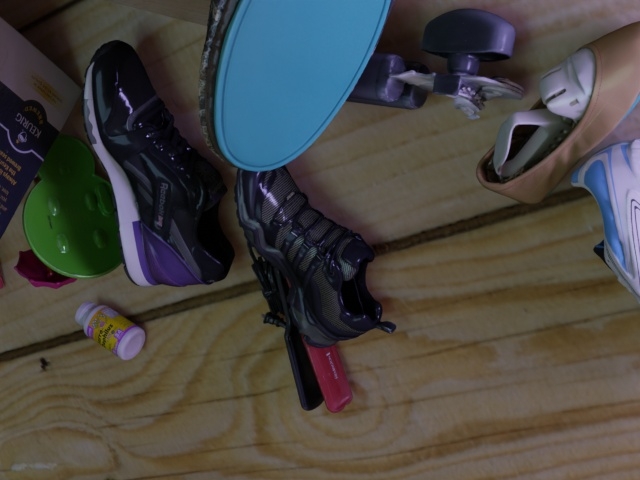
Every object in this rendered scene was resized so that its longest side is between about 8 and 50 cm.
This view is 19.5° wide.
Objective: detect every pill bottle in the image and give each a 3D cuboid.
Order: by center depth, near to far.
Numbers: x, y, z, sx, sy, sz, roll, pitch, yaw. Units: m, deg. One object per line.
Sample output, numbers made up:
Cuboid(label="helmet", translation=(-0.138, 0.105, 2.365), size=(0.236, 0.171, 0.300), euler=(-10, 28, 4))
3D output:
Cuboid(label="pill bottle", translation=(-0.250, 0.104, 2.206), size=(0.083, 0.043, 0.043), euler=(30, 132, 27))

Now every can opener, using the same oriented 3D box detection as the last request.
Cuboid(label="can opener", translation=(0.070, -0.163, 1.730), size=(0.280, 0.074, 0.093), euler=(5, 83, 40))

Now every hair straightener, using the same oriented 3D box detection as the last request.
Cuboid(label="hair straightener", translation=(-0.042, 0.078, 1.988), size=(0.089, 0.047, 0.230), euler=(-5, 114, 46))

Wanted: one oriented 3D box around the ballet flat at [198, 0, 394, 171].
Cuboid(label="ballet flat", translation=(0.000, -0.294, 1.639), size=(0.182, 0.164, 0.483), euler=(-113, 36, -48))

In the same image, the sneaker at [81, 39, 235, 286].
Cuboid(label="sneaker", translation=(-0.158, -0.083, 1.981), size=(0.124, 0.107, 0.283), euler=(1, 120, 27))

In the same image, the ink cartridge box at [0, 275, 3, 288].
Cuboid(label="ink cartridge box", translation=(-0.528, 0.048, 2.303), size=(0.158, 0.218, 0.092), euler=(14, 123, 37))

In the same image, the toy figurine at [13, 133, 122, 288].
Cuboid(label="toy figurine", translation=(-0.307, -0.014, 2.152), size=(0.159, 0.130, 0.173), euler=(-38, 65, 58))

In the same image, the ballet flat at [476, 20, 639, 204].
Cuboid(label="ballet flat", translation=(0.207, -0.106, 1.605), size=(0.232, 0.073, 0.080), euler=(124, 148, -47))

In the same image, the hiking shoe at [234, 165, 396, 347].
Cuboid(label="hiking shoe", translation=(0.000, 0.000, 1.889), size=(0.114, 0.086, 0.227), euler=(-12, 115, 37))

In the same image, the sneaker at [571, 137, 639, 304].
Cuboid(label="sneaker", translation=(0.292, 0.028, 1.612), size=(0.086, 0.085, 0.237), euler=(-21, 94, 38))

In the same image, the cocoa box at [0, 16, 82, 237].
Cuboid(label="cocoa box", translation=(-0.475, -0.170, 1.991), size=(0.231, 0.228, 0.347), euler=(15, 162, 38))

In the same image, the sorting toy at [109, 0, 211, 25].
Cuboid(label="sorting toy", translation=(-0.168, -0.359, 1.805), size=(0.257, 0.089, 0.255), euler=(18, 126, 35))
